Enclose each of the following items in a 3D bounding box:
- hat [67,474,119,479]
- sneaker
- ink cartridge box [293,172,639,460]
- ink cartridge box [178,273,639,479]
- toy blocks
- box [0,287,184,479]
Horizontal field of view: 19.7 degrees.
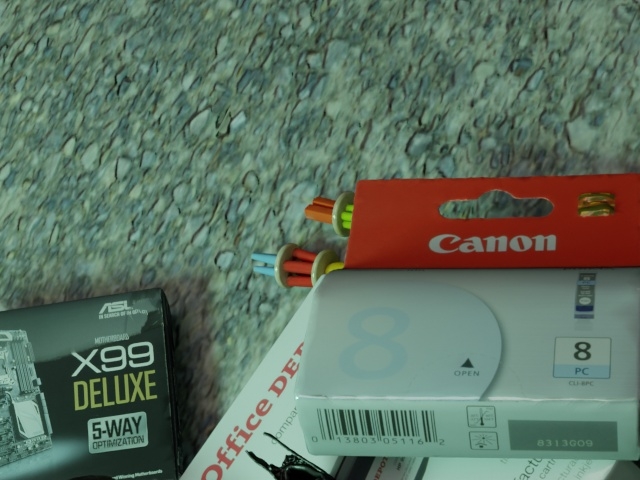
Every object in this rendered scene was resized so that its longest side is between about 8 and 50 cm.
[{"bbox_3d":[-0.246,0.397,1.789,0.134,0.331,0.331,-11,60,38],"label":"hat"},{"bbox_3d":[0.006,0.247,1.693,0.051,0.089,0.170,-46,53,1],"label":"sneaker"},{"bbox_3d":[0.156,0.040,1.764,0.308,0.091,0.385,-1,44,11],"label":"ink cartridge box"},{"bbox_3d":[0.090,0.253,1.805,0.395,0.166,0.285,31,82,37],"label":"ink cartridge box"},{"bbox_3d":[0.000,0.000,2.053,0.148,0.054,0.123,9,71,32],"label":"toy blocks"},{"bbox_3d":[-0.310,0.193,2.053,0.307,0.076,0.242,-8,60,2],"label":"box"}]
